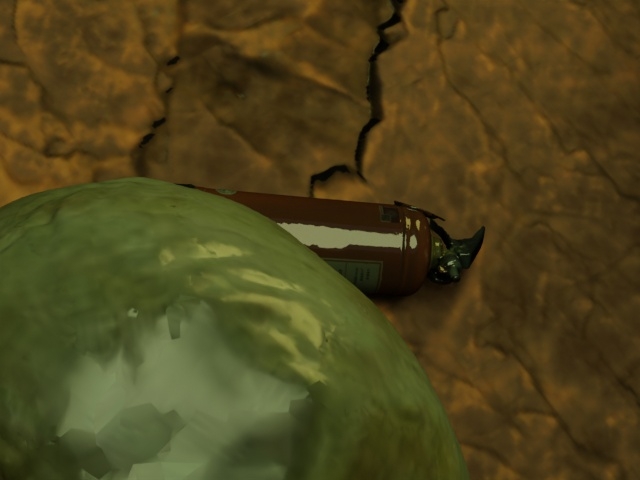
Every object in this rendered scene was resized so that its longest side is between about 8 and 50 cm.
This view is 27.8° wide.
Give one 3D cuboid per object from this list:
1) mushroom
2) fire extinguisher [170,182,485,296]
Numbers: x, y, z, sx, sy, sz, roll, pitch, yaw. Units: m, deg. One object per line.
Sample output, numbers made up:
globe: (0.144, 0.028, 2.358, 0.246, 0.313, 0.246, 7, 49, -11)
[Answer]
mushroom: (-0.038, 0.086, 0.512, 0.189, 0.164, 0.267, -25, 84, -11)
fire extinguisher: (0.000, 0.000, 0.648, 0.177, 0.050, 0.062, 5, 26, -7)
